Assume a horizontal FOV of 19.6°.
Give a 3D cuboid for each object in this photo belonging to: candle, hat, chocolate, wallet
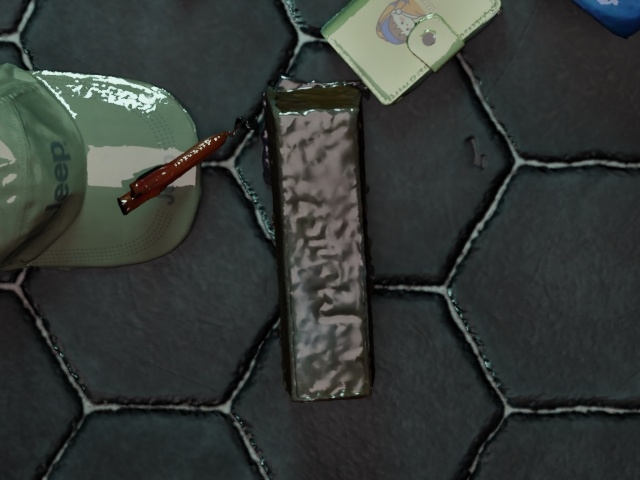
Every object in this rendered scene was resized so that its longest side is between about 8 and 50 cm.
[{"bbox_3d":[-0.129,-0.080,1.824,0.167,0.021,0.026,-35,110,-18],"label":"candle"},{"bbox_3d":[-0.249,-0.063,1.814,0.244,0.149,0.214,0,102,12],"label":"hat"},{"bbox_3d":[0.000,0.000,1.826,0.112,0.112,0.321,-2,101,0],"label":"chocolate"},{"bbox_3d":[0.092,-0.217,1.817,0.155,0.039,0.110,-41,94,8],"label":"wallet"}]

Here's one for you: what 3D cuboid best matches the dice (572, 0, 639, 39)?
[{"bbox_3d":[0.278,-0.285,1.745,0.146,0.146,0.143,39,101,-6],"label":"dice"}]
